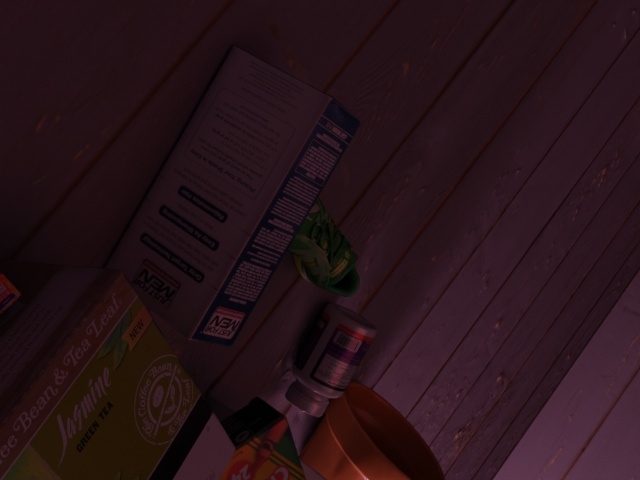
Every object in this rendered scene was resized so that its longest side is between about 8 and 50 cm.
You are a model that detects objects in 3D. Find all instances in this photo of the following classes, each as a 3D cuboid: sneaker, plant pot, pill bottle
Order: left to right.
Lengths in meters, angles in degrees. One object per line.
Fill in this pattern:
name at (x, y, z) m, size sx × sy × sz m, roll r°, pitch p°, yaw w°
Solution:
sneaker at (0.000, 0.000, 1.522) m, size 0.109 × 0.123 × 0.295 m, roll -52°, pitch 149°, yaw -9°
pill bottle at (0.014, 0.222, 1.767) m, size 0.193 × 0.108 × 0.108 m, roll -61°, pitch 150°, yaw 6°
plant pot at (0.084, 0.463, 1.956) m, size 0.203 × 0.291 × 0.291 m, roll -46°, pitch 152°, yaw 12°

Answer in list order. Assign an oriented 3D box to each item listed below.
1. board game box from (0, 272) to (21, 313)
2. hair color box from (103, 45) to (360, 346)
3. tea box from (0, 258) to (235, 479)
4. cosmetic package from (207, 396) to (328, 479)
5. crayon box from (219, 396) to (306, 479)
board game box at (-0.418, 0.077, 0.950) m, size 0.193 × 0.146 × 0.045 m, roll -48°, pitch 149°, yaw -18°
hair color box at (-0.115, -0.055, 1.248) m, size 0.347 × 0.174 × 0.105 m, roll -59°, pitch 152°, yaw 3°
tea box at (-0.309, 0.247, 1.043) m, size 0.329 × 0.220 × 0.323 m, roll -59°, pitch 138°, yaw -36°
cosmetic package at (-0.097, 0.465, 1.660) m, size 0.217 × 0.156 × 0.385 m, roll -52°, pitch 131°, yaw -14°
crayon box at (-0.113, 0.428, 1.477) m, size 0.202 × 0.081 × 0.319 m, roll -31°, pitch 123°, yaw -26°
